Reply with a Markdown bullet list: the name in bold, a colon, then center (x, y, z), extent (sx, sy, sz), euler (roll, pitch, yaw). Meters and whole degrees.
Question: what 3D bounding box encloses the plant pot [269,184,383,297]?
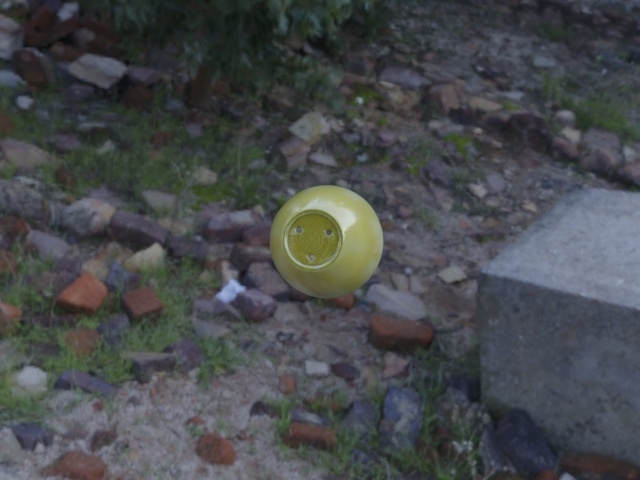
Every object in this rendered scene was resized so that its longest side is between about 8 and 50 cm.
- **plant pot**: center (0.000, 0.000, 0.837), extent (0.134, 0.134, 0.095), euler (20, 1, 9)
